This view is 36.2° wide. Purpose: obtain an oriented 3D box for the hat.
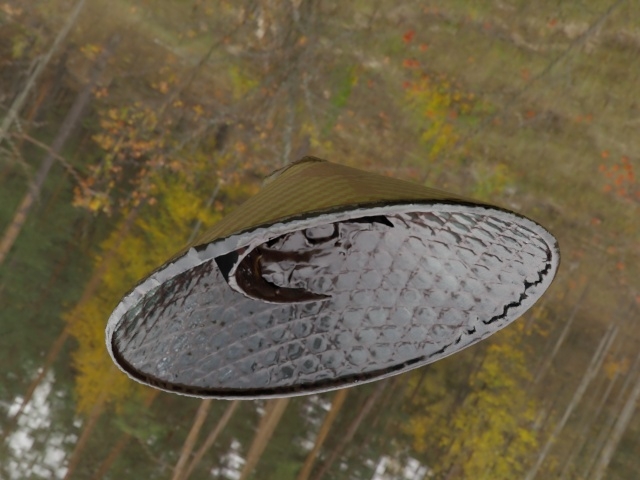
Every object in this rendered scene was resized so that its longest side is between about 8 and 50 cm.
[{"bbox_3d":[0.000,0.000,0.426,0.193,0.082,0.193,-10,153,-5],"label":"hat"}]
